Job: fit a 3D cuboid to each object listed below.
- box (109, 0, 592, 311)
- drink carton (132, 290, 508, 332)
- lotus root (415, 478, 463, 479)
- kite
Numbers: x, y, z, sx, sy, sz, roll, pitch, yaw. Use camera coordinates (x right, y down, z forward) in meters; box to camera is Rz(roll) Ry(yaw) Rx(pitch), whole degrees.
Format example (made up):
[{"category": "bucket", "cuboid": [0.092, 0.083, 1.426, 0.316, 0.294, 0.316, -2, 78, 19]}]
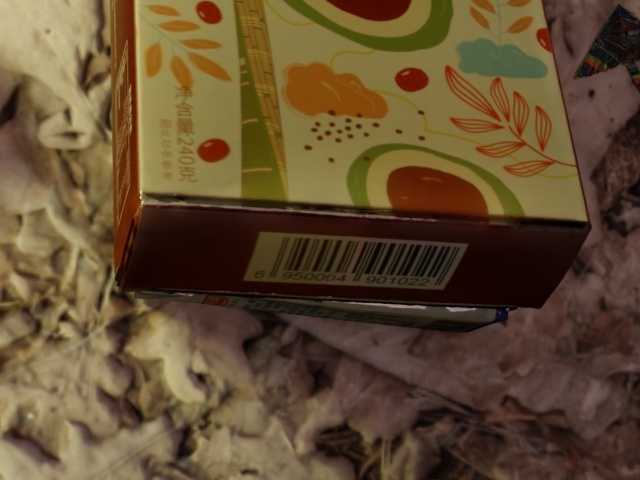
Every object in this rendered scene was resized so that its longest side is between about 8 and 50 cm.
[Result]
[{"category": "box", "cuboid": [0.009, -0.141, 1.297, 0.345, 0.122, 0.385, 3, 56, -14]}, {"category": "drink carton", "cuboid": [0.000, 0.000, 1.365, 0.315, 0.106, 0.130, 6, 79, -13]}, {"category": "lotus root", "cuboid": [0.078, 0.279, 1.310, 0.310, 0.183, 0.182, 9, 80, -9]}, {"category": "kite", "cuboid": [0.292, -0.181, 1.517, 0.122, 0.004, 0.090, -15, 87, -16]}]
